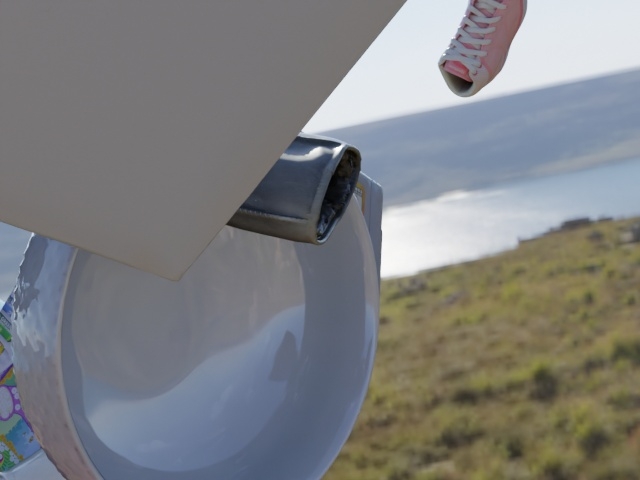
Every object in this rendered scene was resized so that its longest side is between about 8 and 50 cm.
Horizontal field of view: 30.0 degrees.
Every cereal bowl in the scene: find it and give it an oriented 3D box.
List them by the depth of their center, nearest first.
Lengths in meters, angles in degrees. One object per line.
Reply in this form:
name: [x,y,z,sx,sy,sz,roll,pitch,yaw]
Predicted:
cereal bowl: [-0.110,0.064,0.970,0.141,0.339,0.339,2,13,44]

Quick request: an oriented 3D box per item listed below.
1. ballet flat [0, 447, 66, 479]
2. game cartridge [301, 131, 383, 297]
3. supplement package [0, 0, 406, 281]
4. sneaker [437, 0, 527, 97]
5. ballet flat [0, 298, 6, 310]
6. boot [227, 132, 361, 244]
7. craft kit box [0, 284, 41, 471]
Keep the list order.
ballet flat: [-0.341,0.324,1.224,0.139,0.139,0.400,-15,-24,-40]
game cartridge: [0.000,0.000,1.370,0.062,0.198,0.297,-7,-15,23]
supplement package: [-0.110,-0.136,0.374,0.262,0.145,0.204,22,-57,-33]
sneaker: [0.143,-0.184,1.069,0.051,0.134,0.070,31,54,20]
ballet flat: [-0.378,0.182,1.521,0.483,0.182,0.164,15,-4,40]
boot: [-0.077,-0.065,0.773,0.208,0.076,0.189,2,34,13]
craft kit box: [-0.261,0.158,1.294,0.246,0.250,0.061,33,6,19]
